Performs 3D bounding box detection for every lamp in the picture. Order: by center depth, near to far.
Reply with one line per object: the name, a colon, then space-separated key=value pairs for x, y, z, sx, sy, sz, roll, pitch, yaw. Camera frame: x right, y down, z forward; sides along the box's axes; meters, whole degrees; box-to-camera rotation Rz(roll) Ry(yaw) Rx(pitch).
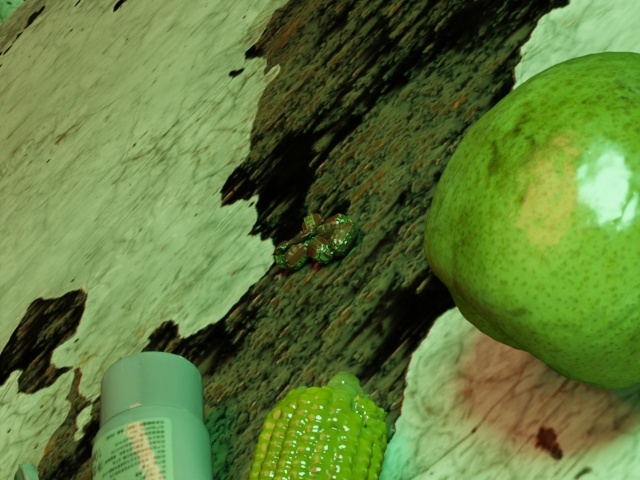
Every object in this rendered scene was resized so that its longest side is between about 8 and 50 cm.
lamp: x=0.000 y=0.000 z=1.477 sx=0.083 sy=0.031 sz=0.063 roll=3 pitch=55 yaw=51

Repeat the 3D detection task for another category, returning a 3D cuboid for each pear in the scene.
pear: x=0.183 y=-0.018 z=1.056 sx=0.211 sy=0.188 sz=0.228 roll=-55 pitch=27 yaw=-2

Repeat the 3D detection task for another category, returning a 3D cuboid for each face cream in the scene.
face cream: x=-0.137 y=0.222 z=1.313 sx=0.154 sy=0.096 sz=0.274 roll=-31 pitch=42 yaw=27

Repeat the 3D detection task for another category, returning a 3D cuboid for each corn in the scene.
corn: x=-0.015 y=0.204 z=1.142 sx=0.097 sy=0.097 sz=0.262 roll=-20 pitch=38 yaw=41

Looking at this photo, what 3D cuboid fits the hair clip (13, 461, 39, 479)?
hair clip: x=-0.216 y=0.270 z=1.301 sx=0.187 sy=0.056 sz=0.146 roll=-117 pitch=29 yaw=-57
